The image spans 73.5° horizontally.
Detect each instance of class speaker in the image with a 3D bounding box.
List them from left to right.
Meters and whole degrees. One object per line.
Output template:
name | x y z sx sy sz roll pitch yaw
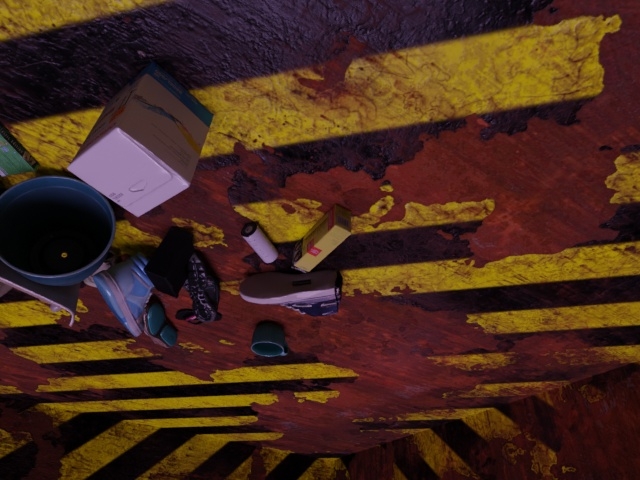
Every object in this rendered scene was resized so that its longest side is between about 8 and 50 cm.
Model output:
speaker | -0.179 0.009 1.272 0.055 0.055 0.136 -14 138 19

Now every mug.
mug | -0.203 0.396 1.710 0.130 0.097 0.157 -5 141 8

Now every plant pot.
plant pot | -0.700 0.006 1.156 0.272 0.271 0.255 18 152 -17

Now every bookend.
bookend | -0.440 0.068 1.292 0.072 0.157 0.156 21 152 7

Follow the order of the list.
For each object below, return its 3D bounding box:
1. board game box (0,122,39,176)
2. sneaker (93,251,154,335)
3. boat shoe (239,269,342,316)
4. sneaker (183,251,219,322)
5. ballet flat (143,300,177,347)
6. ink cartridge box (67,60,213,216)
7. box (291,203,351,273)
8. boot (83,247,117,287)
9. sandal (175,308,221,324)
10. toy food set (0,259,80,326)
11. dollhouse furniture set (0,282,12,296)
board game box | -0.812 -0.258 1.008 0.136 0.030 0.259 -7 139 9
sneaker | -0.570 0.167 1.377 0.127 0.208 0.319 36 146 22
boat shoe | -0.091 0.194 1.432 0.341 0.127 0.158 -3 133 6
sneaker | -0.397 0.144 1.425 0.101 0.106 0.267 1 121 9
ballet flat | -0.651 0.326 1.654 0.106 0.107 0.316 12 141 10
ink cartridge box | -0.359 -0.205 0.883 0.171 0.232 0.168 -24 134 28
box | 0.000 0.000 1.228 0.058 0.087 0.232 24 137 -24
boot | -0.666 0.100 1.398 0.213 0.077 0.165 15 137 -13
sandal | -0.474 0.300 1.653 0.179 0.040 0.067 3 141 0
toy food set | -0.852 0.116 1.246 0.092 0.219 0.306 -46 125 6
dollhouse furniture set | -1.156 0.096 1.407 0.242 0.161 0.212 40 131 -8
